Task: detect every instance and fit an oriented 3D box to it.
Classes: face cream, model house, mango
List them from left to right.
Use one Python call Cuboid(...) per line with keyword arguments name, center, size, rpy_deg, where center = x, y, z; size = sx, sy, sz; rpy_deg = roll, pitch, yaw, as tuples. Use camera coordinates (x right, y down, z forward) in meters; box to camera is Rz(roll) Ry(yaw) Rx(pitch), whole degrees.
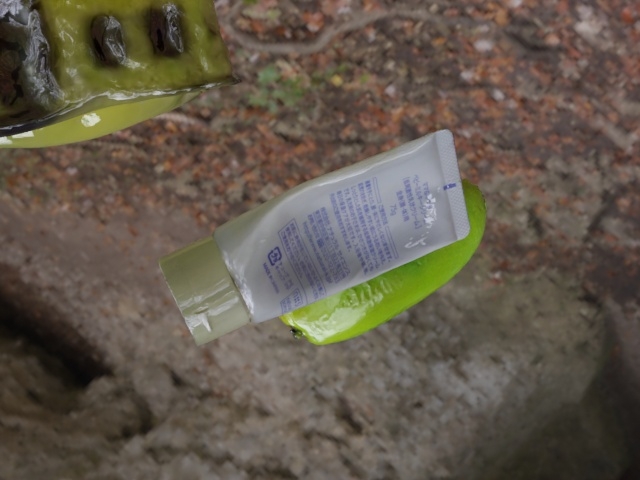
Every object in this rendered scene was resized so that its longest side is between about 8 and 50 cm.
Cuboid(name="model house", center=(-0.178, -0.188, 0.773), size=(0.175, 0.193, 0.234), rpy_deg=(176, 82, -77))
Cuboid(name="face cream", center=(0.000, 0.000, 0.833), size=(0.114, 0.224, 0.070), rpy_deg=(72, 171, -47))
Cuboid(name="mango", center=(0.057, 0.012, 1.131), size=(0.125, 0.233, 0.111), rpy_deg=(56, 173, -8))
